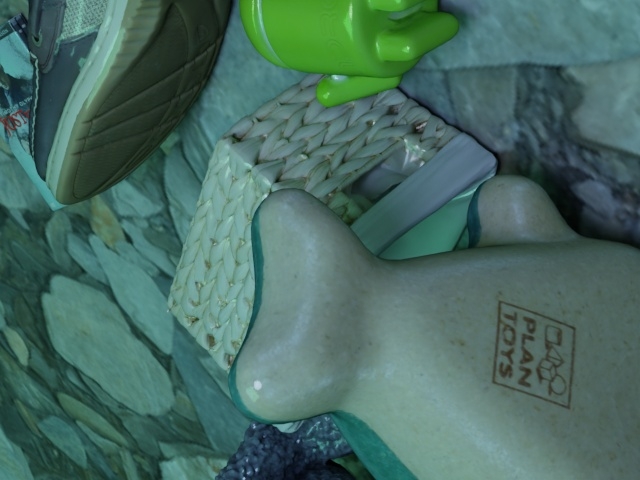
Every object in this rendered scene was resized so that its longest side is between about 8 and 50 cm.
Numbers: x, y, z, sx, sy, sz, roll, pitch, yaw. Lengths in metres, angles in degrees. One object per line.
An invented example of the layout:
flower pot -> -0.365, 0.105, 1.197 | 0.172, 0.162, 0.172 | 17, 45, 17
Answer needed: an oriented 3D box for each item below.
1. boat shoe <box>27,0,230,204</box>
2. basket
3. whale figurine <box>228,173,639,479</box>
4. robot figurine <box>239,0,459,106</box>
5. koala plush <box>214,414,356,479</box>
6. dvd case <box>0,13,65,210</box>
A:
boat shoe -> -0.106, -0.136, 0.957 | 0.092, 0.103, 0.285 | 44, 141, 17
basket -> 0.000, 0.000, 0.957 | 0.103, 0.113, 0.167 | 42, 143, 15
whale figurine -> 0.063, 0.073, 0.846 | 0.272, 0.216, 0.141 | 21, 153, -30
robot figurine -> 0.009, -0.112, 0.879 | 0.115, 0.067, 0.101 | 9, 123, 41
koala plush -> 0.055, 0.203, 1.038 | 0.221, 0.203, 0.196 | 6, 128, 29
dvd case -> -0.177, -0.078, 1.151 | 0.087, 0.013, 0.119 | -17, 109, 52
